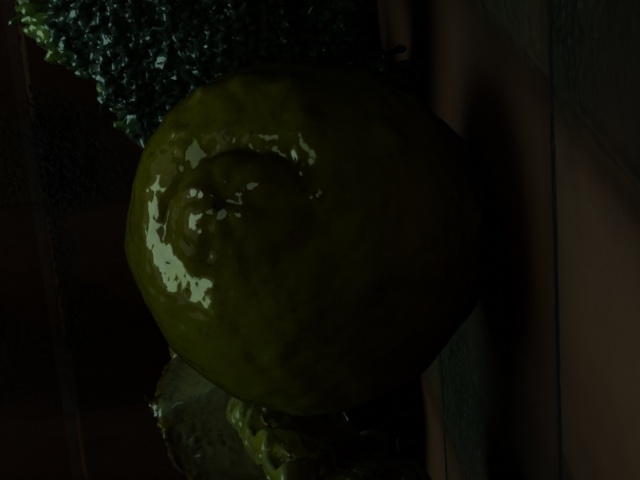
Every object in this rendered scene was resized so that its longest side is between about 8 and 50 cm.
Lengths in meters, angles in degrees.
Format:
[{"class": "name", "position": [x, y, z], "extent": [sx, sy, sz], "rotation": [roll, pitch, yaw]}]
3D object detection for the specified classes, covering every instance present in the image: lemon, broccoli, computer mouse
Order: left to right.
[{"class": "broccoli", "position": [-0.140, -0.242, 1.634], "extent": [0.397, 0.275, 0.353], "rotation": [55, -177, 37]}, {"class": "lemon", "position": [-0.003, 0.001, 1.338], "extent": [0.316, 0.285, 0.285], "rotation": [70, -172, -53]}, {"class": "computer mouse", "position": [0.052, 0.113, 1.960], "extent": [0.147, 0.088, 0.264], "rotation": [44, -157, -62]}]

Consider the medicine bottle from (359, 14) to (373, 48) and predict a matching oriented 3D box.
[{"class": "medicine bottle", "position": [-0.007, -0.222, 1.962], "extent": [0.131, 0.131, 0.250], "rotation": [-115, 19, -76]}]

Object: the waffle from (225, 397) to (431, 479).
[{"class": "waffle", "position": [0.047, 0.207, 1.390], "extent": [0.056, 0.250, 0.261], "rotation": [-58, 27, 6]}]

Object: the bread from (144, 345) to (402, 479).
[{"class": "bread", "position": [-0.040, 0.225, 2.037], "extent": [0.279, 0.207, 0.279], "rotation": [-84, -30, -75]}]
